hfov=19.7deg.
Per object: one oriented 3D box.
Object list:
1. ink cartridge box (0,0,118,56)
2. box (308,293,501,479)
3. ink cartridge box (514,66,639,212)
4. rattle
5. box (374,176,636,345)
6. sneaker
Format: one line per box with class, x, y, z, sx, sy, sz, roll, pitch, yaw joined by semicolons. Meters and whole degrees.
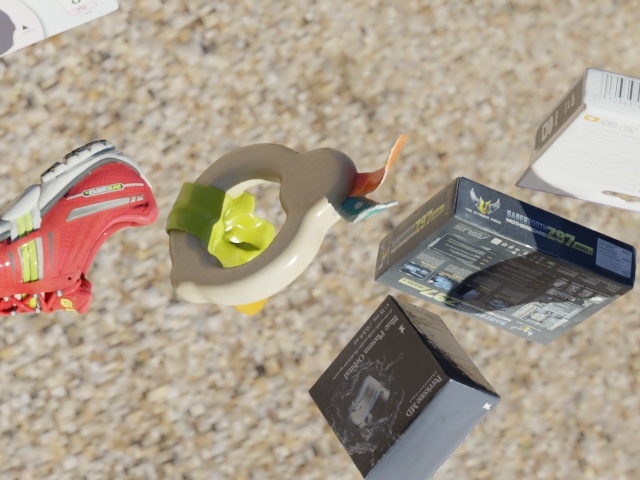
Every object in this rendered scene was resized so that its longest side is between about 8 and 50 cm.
ink cartridge box;-0.327;-0.276;1.756;0.232;0.189;0.066;52;23;-52
box;0.092;0.174;2.063;0.093;0.156;0.158;25;20;-42
ink cartridge box;0.292;-0.074;1.576;0.206;0.208;0.045;12;72;-7
rattle;0.000;0.000;1.314;0.143;0.199;0.130;56;24;-33
box;0.203;0.027;2.033;0.232;0.183;0.059;21;57;-18
sneaker;-0.259;0.030;1.633;0.279;0.107;0.118;-42;88;-10
